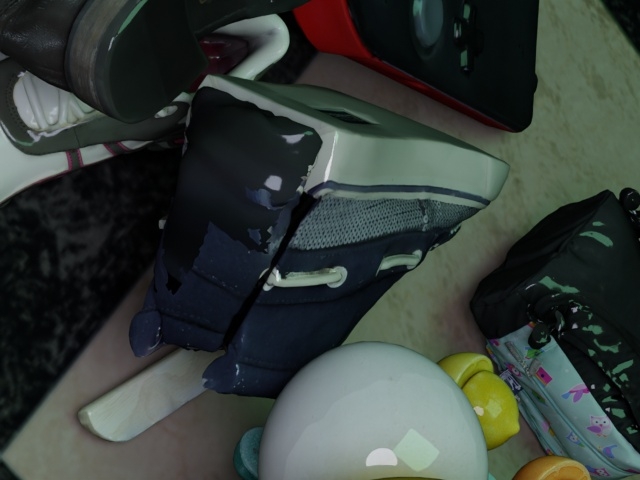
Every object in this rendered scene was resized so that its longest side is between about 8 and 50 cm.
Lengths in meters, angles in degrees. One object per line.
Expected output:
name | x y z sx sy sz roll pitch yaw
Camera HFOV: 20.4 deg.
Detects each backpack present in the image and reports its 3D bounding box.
backpack | 0.191 0.076 1.206 0.152 0.115 0.182 -42 106 -31

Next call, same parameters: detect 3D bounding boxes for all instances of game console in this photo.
game console | 0.083 -0.283 1.148 0.342 0.060 0.386 14 79 -60

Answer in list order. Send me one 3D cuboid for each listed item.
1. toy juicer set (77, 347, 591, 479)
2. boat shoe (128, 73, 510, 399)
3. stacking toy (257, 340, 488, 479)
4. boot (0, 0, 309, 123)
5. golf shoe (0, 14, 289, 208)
toy juicer set | 0.047 0.116 1.032 0.329 0.089 0.209 37 45 -7
boat shoe | 0.000 0.000 1.027 0.340 0.127 0.158 2 111 -65
stacking toy | 0.048 0.223 0.765 0.350 0.351 0.480 38 29 -28
boot | -0.130 -0.168 0.925 0.263 0.229 0.091 -44 143 -39
golf shoe | -0.139 -0.084 0.949 0.273 0.120 0.105 -24 94 -44
